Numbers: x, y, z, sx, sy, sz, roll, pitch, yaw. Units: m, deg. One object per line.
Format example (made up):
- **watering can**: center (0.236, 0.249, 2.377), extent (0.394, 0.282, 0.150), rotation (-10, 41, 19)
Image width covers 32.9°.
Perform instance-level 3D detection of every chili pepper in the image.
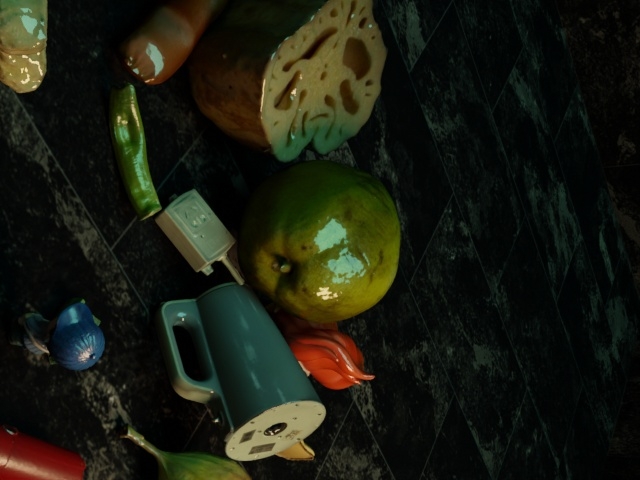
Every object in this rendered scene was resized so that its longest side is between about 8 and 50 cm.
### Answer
- **chili pepper**: center (-0.272, -0.129, 1.568), extent (0.050, 0.051, 0.202), rotation (-85, 164, -80)

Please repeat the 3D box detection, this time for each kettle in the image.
- **kettle**: center (-0.135, 0.190, 1.623), extent (0.210, 0.160, 0.243), rotation (-5, 52, -35)

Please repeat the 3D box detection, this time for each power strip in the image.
- **power strip**: center (-0.176, 0.001, 1.654), extent (0.175, 0.042, 0.075), rotation (51, 47, -3)

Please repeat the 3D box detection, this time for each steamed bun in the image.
- **steamed bun**: center (-0.385, -0.322, 1.269), extent (0.137, 0.295, 0.292), rotation (-2, 60, -19)

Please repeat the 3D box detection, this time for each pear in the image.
- **pear**: center (0.000, 0.000, 1.735), extent (0.321, 0.269, 0.269), rotation (-45, 125, -63)

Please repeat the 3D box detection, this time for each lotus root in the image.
- **lotus root**: center (-0.067, -0.265, 1.758), extent (0.316, 0.250, 0.316), rotation (-30, 129, -46)

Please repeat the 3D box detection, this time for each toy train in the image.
- **toy train**: center (-0.337, 0.122, 1.454), extent (0.093, 0.038, 0.056), rotation (-57, 131, -44)

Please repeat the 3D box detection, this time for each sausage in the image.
- **sausage**: center (-0.216, -0.338, 1.650), extent (0.089, 0.083, 0.300), rotation (53, 46, -27)

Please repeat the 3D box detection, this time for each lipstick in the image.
- **lipstick**: center (-0.400, 0.253, 1.309), extent (0.279, 0.073, 0.073), rotation (39, 55, -51)

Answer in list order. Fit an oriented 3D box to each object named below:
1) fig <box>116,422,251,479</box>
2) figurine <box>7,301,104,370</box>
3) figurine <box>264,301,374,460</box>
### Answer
- **fig**: center (-0.194, 0.361, 1.568), extent (0.231, 0.160, 0.143), rotation (53, 5, -40)
- **figurine**: center (-0.335, 0.126, 1.361), extent (0.077, 0.136, 0.079), rotation (40, 46, -51)
- **figurine**: center (-0.031, 0.217, 1.792), extent (0.181, 0.208, 0.257), rotation (28, 66, -17)
